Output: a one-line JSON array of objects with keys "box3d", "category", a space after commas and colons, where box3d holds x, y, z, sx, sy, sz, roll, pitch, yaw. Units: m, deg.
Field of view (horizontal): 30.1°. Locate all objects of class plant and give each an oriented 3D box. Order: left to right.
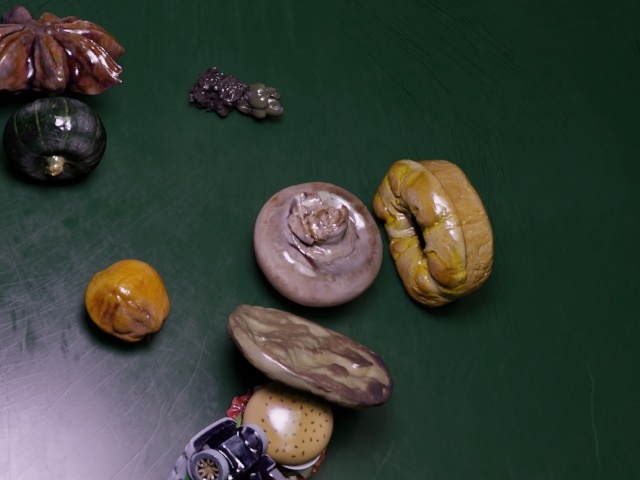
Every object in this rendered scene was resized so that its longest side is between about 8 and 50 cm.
[{"box3d": [-0.149, -0.262, 2.155, 0.174, 0.087, 0.085, 11, 90, -9], "category": "plant"}]

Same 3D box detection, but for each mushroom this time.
[{"box3d": [0.000, 0.000, 2.005, 0.226, 0.178, 0.227, 13, 50, -16], "category": "mushroom"}]

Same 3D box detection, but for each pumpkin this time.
[{"box3d": [-0.432, -0.162, 1.943, 0.167, 0.167, 0.125, -11, 80, -25], "category": "pumpkin"}]

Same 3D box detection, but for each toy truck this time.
[{"box3d": [-0.073, 0.438, 1.722, 0.367, 0.175, 0.146, 47, 25, 11], "category": "toy truck"}]

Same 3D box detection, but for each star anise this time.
[{"box3d": [-0.480, -0.314, 1.994, 0.315, 0.108, 0.315, 3, 31, -2], "category": "star anise"}]

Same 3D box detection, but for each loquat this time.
[{"box3d": [-0.303, 0.098, 1.886, 0.137, 0.113, 0.137, 30, 39, -27], "category": "loquat"}]

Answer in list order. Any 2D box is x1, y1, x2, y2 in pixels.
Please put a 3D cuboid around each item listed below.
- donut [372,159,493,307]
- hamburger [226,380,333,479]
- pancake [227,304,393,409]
[{"box3d": [0.201, -0.021, 2.073, 0.128, 0.208, 0.262, -13, 73, -26], "category": "donut"}, {"box3d": [-0.055, 0.291, 1.852, 0.175, 0.137, 0.175, 9, 63, -18], "category": "hamburger"}, {"box3d": [-0.019, 0.182, 1.888, 0.294, 0.050, 0.294, 23, 13, -6], "category": "pancake"}]
